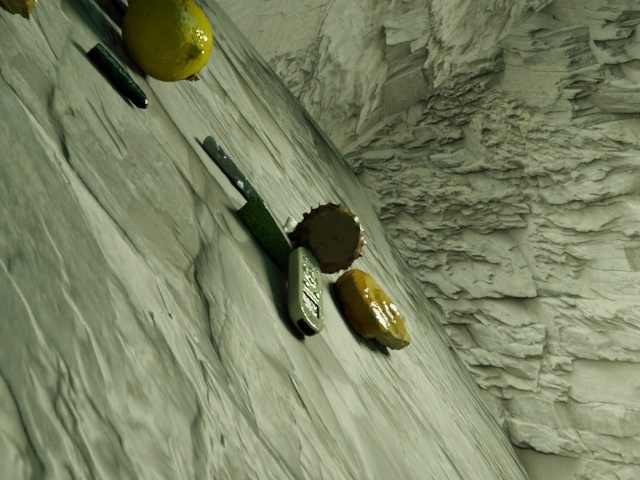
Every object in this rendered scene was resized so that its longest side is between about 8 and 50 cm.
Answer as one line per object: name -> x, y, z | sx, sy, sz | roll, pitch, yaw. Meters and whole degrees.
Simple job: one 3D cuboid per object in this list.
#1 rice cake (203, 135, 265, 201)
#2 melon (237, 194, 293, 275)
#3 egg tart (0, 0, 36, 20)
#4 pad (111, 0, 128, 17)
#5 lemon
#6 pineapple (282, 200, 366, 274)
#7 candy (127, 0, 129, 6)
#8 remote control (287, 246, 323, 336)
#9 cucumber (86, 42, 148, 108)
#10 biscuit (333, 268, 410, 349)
rice cake -> -0.180, -0.143, 1.697 | 0.180, 0.030, 0.042 | 51, 5, -21
melon -> -0.080, 0.023, 1.623 | 0.262, 0.053, 0.114 | 55, -9, -19
egg tart -> -0.482, -0.482, 1.082 | 0.339, 0.153, 0.351 | 44, 13, -34
pad -> -0.428, -0.505, 1.853 | 0.157, 0.003, 0.112 | 44, 14, -48
lemon -> -0.305, -0.407, 1.609 | 0.206, 0.173, 0.173 | 39, 8, 6
pineapple -> 0.000, 0.000, 1.737 | 0.170, 0.141, 0.310 | 37, -10, -3
candy -> -0.370, -0.568, 1.692 | 0.157, 0.100, 0.306 | -112, -171, -48
remote control -> -0.030, 0.092, 1.490 | 0.078, 0.042, 0.221 | 50, 21, -28
cucumber -> -0.340, -0.277, 1.387 | 0.133, 0.032, 0.032 | 48, 11, -25
biscuit -> 0.123, 0.161, 1.930 | 0.213, 0.091, 0.274 | 59, 13, 18
